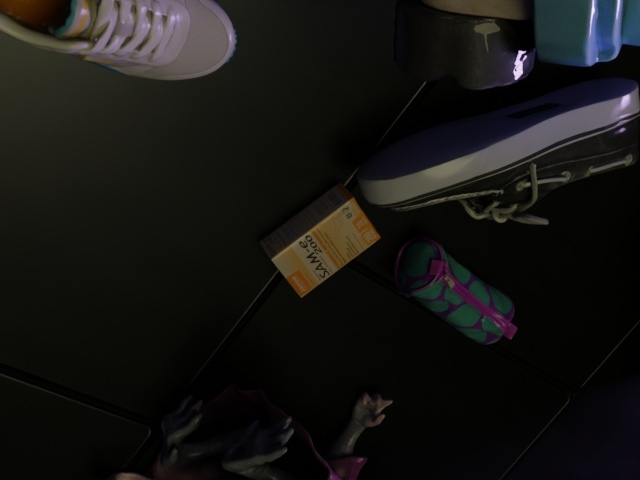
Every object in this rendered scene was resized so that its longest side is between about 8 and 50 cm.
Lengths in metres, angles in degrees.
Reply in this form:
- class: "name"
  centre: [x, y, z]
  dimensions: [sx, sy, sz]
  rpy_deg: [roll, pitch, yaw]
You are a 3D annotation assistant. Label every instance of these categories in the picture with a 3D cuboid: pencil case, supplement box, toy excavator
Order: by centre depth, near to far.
- class: "toy excavator"
  centre: [0.319, -0.258, 0.718]
  dimensions: [0.433, 0.445, 0.222]
  rpy_deg: [-51, 148, -51]
- class: "supplement box"
  centre: [0.000, 0.000, 0.912]
  dimensions: [0.098, 0.036, 0.062]
  rpy_deg: [-37, 128, -1]
- class: "pencil case"
  centre: [0.142, 0.056, 0.998]
  dimensions: [0.152, 0.070, 0.064]
  rpy_deg: [33, 84, -39]

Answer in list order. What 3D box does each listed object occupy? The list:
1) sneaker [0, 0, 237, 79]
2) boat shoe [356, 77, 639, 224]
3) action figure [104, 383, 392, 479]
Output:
- class: "sneaker"
  centre: [-0.162, -0.163, 0.694]
  dimensions: [0.229, 0.092, 0.087]
  rpy_deg: [10, 112, -33]
- class: "boat shoe"
  centre: [0.180, -0.069, 0.913]
  dimensions: [0.306, 0.113, 0.105]
  rpy_deg: [-22, 113, -25]
- class: "action figure"
  centre: [0.005, 0.306, 0.972]
  dimensions: [0.276, 0.248, 0.370]
  rpy_deg: [-41, 126, 2]
